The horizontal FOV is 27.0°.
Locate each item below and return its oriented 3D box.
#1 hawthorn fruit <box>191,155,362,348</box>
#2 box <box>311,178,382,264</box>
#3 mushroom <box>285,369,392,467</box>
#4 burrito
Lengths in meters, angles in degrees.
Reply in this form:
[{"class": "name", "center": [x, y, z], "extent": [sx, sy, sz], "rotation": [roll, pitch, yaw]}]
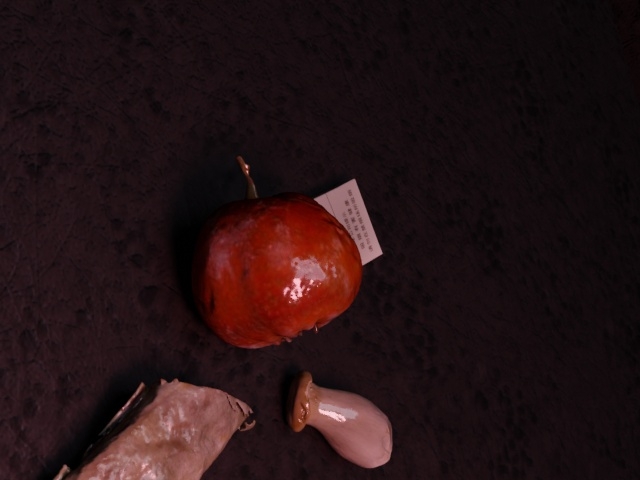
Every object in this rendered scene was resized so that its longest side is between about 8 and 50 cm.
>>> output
[{"class": "hawthorn fruit", "center": [-0.075, 0.012, 1.872], "extent": [0.242, 0.242, 0.272], "rotation": [-16, 80, -50]}, {"class": "box", "center": [0.000, 0.000, 2.105], "extent": [0.245, 0.035, 0.139], "rotation": [-26, 99, -50]}, {"class": "mushroom", "center": [0.031, 0.273, 2.020], "extent": [0.212, 0.088, 0.097], "rotation": [30, 89, -34]}, {"class": "burrito", "center": [-0.212, 0.275, 1.727], "extent": [0.348, 0.107, 0.175], "rotation": [-46, 127, -44]}]
